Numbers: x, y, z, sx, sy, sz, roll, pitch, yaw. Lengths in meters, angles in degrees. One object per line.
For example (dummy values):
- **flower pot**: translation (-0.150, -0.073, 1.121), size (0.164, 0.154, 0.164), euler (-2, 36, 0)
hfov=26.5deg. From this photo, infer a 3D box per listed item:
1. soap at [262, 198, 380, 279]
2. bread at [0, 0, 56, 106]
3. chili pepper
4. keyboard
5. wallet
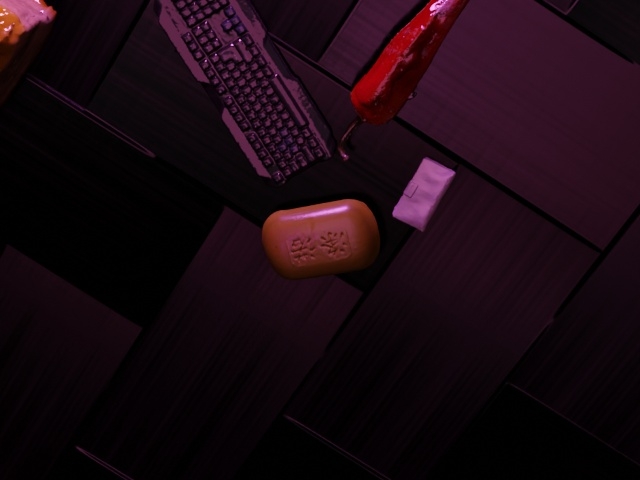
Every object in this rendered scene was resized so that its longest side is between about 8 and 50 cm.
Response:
- **soap**: translation (0.000, 0.000, 1.595), size (0.140, 0.045, 0.089), euler (-10, 104, 11)
- **bread**: translation (-0.514, -0.220, 1.539), size (0.333, 0.143, 0.323), euler (38, 111, -6)
- **chili pepper**: translation (0.095, -0.198, 1.508), size (0.059, 0.050, 0.268), euler (42, 110, 9)
- **keyboard**: translation (-0.087, -0.186, 1.555), size (0.106, 0.016, 0.262), euler (-29, 103, 17)
- **wallet**: translation (0.119, -0.053, 1.576), size (0.044, 0.011, 0.083), euler (28, 112, -2)
